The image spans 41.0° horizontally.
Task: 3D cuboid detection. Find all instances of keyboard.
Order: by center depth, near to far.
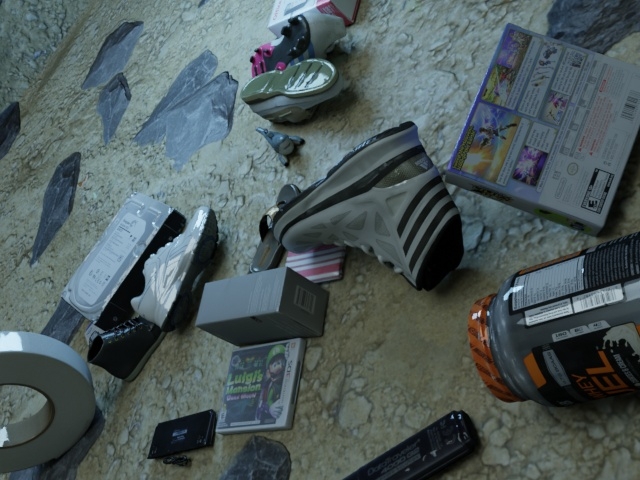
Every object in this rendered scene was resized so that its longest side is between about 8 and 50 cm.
[{"bbox_3d":[-0.280,0.405,1.718,0.180,0.023,0.108,-22,43,36],"label":"keyboard"}]

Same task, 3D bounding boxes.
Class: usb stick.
[{"bbox_3d":[0.119,0.353,1.315,0.278,0.045,0.077,-38,35,22],"label":"usb stick"}]

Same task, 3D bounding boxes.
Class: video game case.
[{"bbox_3d":[0.353,-0.172,1.315,0.244,0.061,0.269,22,77,10],"label":"video game case"},{"bbox_3d":[-0.115,0.279,1.631,0.190,0.022,0.173,-15,53,40],"label":"video game case"}]

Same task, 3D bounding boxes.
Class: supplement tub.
[{"bbox_3d":[0.365,0.105,1.110,0.316,0.194,0.193,-23,49,36],"label":"supplement tub"}]

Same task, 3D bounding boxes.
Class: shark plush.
[{"bbox_3d":[-0.099,-0.238,1.939,0.073,0.067,0.161,-48,39,11],"label":"shark plush"}]

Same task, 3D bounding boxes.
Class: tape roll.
[{"bbox_3d":[-0.698,0.366,1.894,0.392,0.392,0.072,-45,39,14],"label":"tape roll"}]

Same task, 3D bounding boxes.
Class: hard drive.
[{"bbox_3d":[-0.496,0.045,2.144,0.237,0.064,0.339,24,76,51],"label":"hard drive"}]

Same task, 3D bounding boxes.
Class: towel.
[{"bbox_3d":[0.000,0.000,1.704,0.144,0.029,0.197,-12,56,38],"label":"towel"}]

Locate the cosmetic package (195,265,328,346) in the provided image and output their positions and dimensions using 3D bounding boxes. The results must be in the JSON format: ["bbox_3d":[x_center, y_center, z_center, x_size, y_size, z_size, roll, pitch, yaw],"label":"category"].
[{"bbox_3d":[-0.115,0.131,1.653,0.238,0.127,0.107,-17,53,41],"label":"cosmetic package"}]

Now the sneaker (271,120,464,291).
[{"bbox_3d":[0.079,0.001,1.487,0.169,0.257,0.447,-28,-5,-32],"label":"sneaker"}]

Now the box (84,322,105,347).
[{"bbox_3d":[-0.538,0.233,2.106,0.081,0.028,0.136,-50,36,8],"label":"box"}]

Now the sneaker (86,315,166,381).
[{"bbox_3d":[-0.426,0.204,1.934,0.083,0.118,0.222,20,80,51],"label":"sneaker"}]

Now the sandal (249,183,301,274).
[{"bbox_3d":[-0.102,-0.024,1.799,0.090,0.060,0.219,14,75,50],"label":"sandal"}]

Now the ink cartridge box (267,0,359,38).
[{"bbox_3d":[-0.011,-0.579,2.067,0.218,0.092,0.158,-11,57,44],"label":"ink cartridge box"}]

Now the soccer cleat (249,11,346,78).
[{"bbox_3d":[-0.053,-0.435,2.014,0.331,0.143,0.116,-21,81,62],"label":"soccer cleat"}]

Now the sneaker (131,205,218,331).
[{"bbox_3d":[-0.325,0.050,1.910,0.129,0.111,0.297,20,75,19],"label":"sneaker"}]

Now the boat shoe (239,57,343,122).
[{"bbox_3d":[-0.049,-0.329,1.922,0.302,0.103,0.113,5,55,49],"label":"boat shoe"}]
